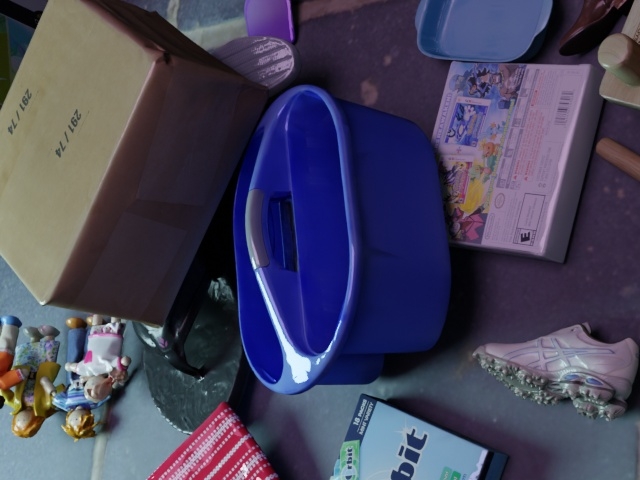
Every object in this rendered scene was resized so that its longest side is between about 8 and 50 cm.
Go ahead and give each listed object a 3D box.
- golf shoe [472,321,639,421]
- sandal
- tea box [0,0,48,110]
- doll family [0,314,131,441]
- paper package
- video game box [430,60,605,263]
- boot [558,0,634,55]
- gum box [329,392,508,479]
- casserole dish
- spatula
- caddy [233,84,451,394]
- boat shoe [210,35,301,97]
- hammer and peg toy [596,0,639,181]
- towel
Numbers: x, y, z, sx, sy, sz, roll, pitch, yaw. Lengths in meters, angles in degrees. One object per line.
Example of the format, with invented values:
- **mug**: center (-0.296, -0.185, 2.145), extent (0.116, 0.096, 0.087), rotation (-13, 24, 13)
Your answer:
- **golf shoe**: center (0.235, 0.118, 1.334), extent (0.176, 0.069, 0.086), rotation (13, 64, 42)
- **sandal**: center (-0.186, 0.034, 1.711), extent (0.167, 0.107, 0.445), rotation (-26, 59, 33)
- **tea box**: center (-0.557, -0.255, 2.007), extent (0.220, 0.329, 0.323), rotation (-29, 58, 32)
- **doll family**: center (-0.345, 0.187, 1.822), extent (0.263, 0.118, 0.163), rotation (-9, 62, 22)
- **paper package**: center (-0.253, -0.107, 1.618), extent (0.309, 0.168, 0.325), rotation (40, 109, 47)
- **video game box**: center (0.196, -0.086, 1.441), extent (0.187, 0.048, 0.205), rotation (10, 82, 43)
- **boot**: center (0.272, -0.262, 1.439), extent (0.106, 0.037, 0.114), rotation (-37, 55, 12)
- **gum box**: center (0.090, 0.263, 1.418), extent (0.184, 0.041, 0.157), rotation (18, 88, 44)
- **casserole dish**: center (0.187, -0.249, 1.515), extent (0.188, 0.037, 0.114), rotation (11, 83, 45)
- **spatula**: center (-0.071, -0.192, 1.739), extent (0.084, 0.030, 0.296), rotation (-13, 67, 41)
- **caddy**: center (0.000, 0.000, 1.462), extent (0.241, 0.179, 0.341), rotation (-39, 50, 50)
- **boat shoe**: center (-0.108, -0.201, 1.701), extent (0.226, 0.076, 0.083), rotation (-9, 81, 33)
- **hammer and peg toy**: center (0.377, -0.172, 1.245), extent (0.266, 0.127, 0.361), rotation (24, 92, 45)
- **towel**: center (-0.109, 0.344, 1.532), extent (0.199, 0.031, 0.275), rotation (-45, 56, 12)
